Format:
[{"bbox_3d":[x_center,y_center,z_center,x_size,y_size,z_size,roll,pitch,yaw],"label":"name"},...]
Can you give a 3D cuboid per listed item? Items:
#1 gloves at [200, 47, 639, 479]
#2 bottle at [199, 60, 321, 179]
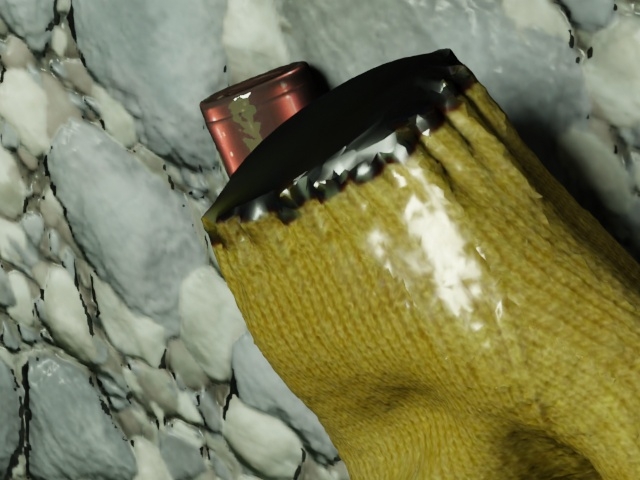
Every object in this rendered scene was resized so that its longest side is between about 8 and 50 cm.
[{"bbox_3d":[0.093,0.090,0.818,0.203,0.155,0.356,-26,91,32],"label":"gloves"},{"bbox_3d":[0.000,0.000,0.911,0.060,0.060,0.164,-13,104,40],"label":"bottle"}]
